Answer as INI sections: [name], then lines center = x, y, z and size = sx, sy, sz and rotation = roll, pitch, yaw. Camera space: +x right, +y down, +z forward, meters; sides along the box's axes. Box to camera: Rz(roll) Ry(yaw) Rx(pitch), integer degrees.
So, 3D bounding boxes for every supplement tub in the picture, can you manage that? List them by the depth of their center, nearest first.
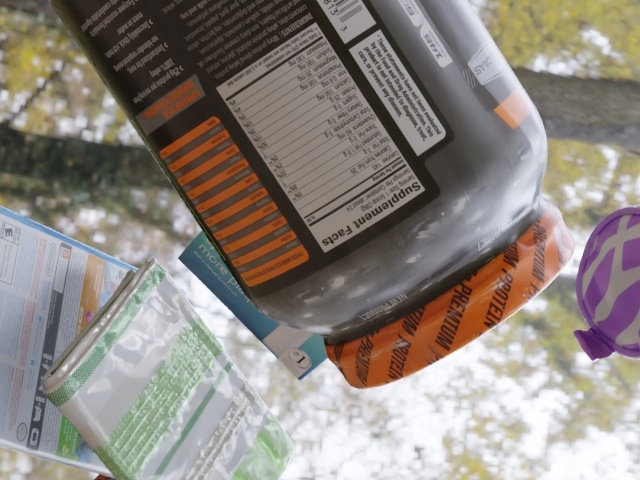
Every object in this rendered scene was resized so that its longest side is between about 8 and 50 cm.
[supplement tub]
center = -0.003, -0.053, 0.477
size = 0.117, 0.117, 0.190
rotation = -25, -79, 50

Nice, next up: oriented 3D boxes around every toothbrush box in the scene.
[toothbrush box]
center = 0.000, 0.000, 1.660
size = 0.216, 0.126, 0.295
rotation = 46, -41, -1

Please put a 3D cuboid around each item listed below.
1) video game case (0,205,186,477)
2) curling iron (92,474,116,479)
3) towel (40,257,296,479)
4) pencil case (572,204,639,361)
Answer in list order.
[video game case]
center = -0.136, 0.062, 0.787
size = 0.015, 0.166, 0.119
rotation = -5, -111, 33
[curling iron]
center = -0.177, 0.209, 1.180
size = 0.068, 0.274, 0.035
rotation = -23, -74, 45
[towel]
center = -0.080, 0.099, 0.786
size = 0.023, 0.152, 0.113
rotation = -17, -154, 39
[pencil case]
center = 0.237, 0.022, 0.794
size = 0.088, 0.206, 0.086
rotation = -60, -138, 37
